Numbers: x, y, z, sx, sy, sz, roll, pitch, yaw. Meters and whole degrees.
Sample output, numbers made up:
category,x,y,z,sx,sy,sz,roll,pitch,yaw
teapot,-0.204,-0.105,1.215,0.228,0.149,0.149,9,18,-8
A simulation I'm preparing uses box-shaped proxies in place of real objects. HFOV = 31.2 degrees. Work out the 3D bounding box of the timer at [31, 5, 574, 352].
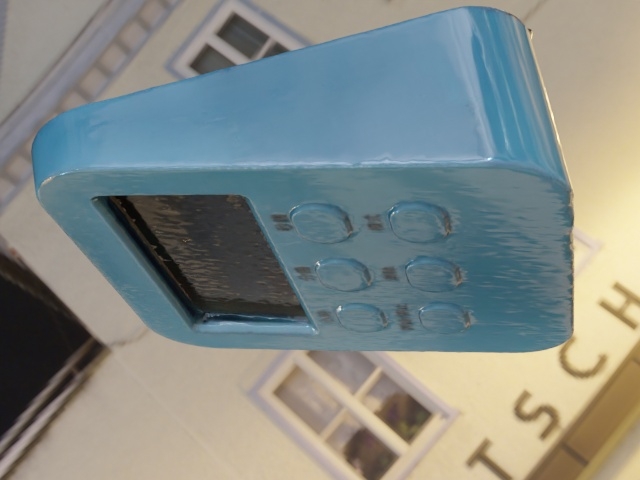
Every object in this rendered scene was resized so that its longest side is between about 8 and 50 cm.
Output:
category,x,y,z,sx,sy,sz,roll,pitch,yaw
timer,0.000,0.000,0.597,0.250,0.091,0.232,-11,-27,8
